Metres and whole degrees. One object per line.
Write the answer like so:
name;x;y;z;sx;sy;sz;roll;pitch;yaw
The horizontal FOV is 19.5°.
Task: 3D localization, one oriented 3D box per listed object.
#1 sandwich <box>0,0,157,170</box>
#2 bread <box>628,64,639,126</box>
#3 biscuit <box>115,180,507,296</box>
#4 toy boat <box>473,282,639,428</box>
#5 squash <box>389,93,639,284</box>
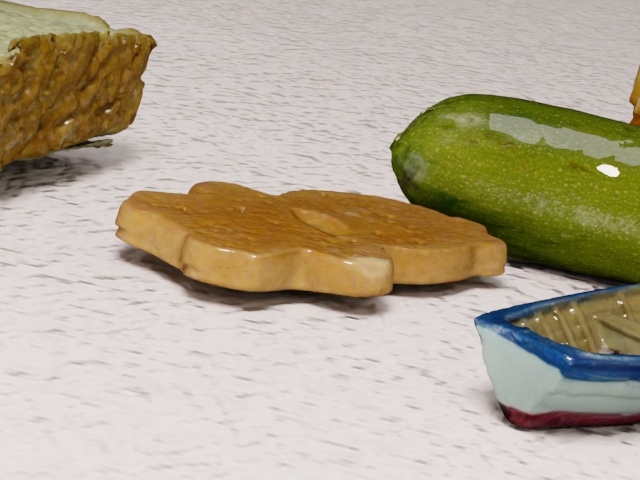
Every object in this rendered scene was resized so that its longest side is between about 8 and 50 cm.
sandwich;-0.230;-0.079;0.922;0.226;0.087;0.251;15;13;15
bread;0.312;-0.079;1.117;0.288;0.156;0.204;1;24;-35
biscuit;-0.006;0.000;0.870;0.133;0.027;0.184;19;16;36
toy boat;0.157;0.042;0.769;0.229;0.046;0.080;-5;19;-42
squash;0.189;-0.009;0.906;0.331;0.087;0.087;14;16;24
